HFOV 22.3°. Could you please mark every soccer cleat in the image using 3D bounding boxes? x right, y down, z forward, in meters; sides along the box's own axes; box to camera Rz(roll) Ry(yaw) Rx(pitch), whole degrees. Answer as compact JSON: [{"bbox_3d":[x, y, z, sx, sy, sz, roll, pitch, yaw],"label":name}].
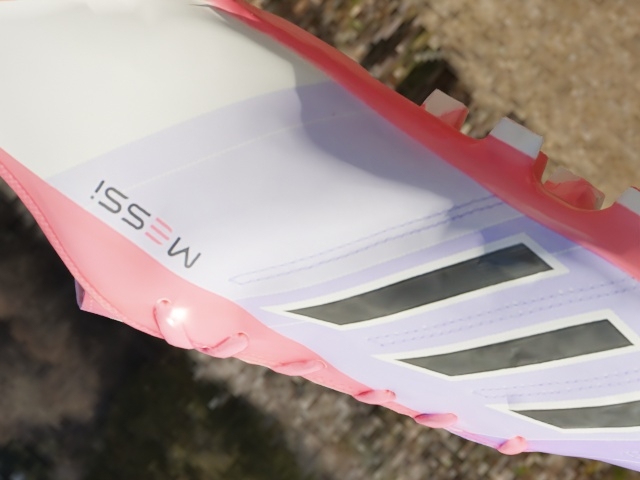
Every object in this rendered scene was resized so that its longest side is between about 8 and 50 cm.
[{"bbox_3d":[0.000,0.000,0.370,0.248,0.095,0.083,33,-178,-7],"label":"soccer cleat"}]
